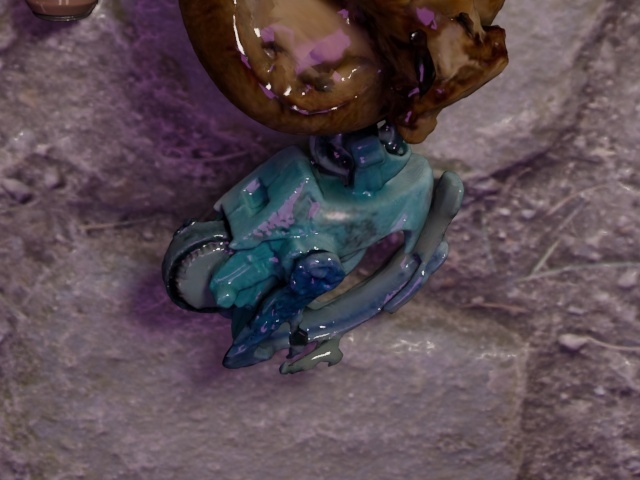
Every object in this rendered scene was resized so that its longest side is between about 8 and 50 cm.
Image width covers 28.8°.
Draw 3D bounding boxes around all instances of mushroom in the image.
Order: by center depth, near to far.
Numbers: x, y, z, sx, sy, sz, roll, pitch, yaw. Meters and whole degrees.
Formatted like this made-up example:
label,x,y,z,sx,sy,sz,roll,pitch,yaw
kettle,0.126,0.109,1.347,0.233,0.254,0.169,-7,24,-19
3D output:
label,x,y,z,sx,sy,sz,roll,pitch,yaw
mushroom,0.025,-0.198,0.922,0.263,0.283,0.195,-26,152,-5

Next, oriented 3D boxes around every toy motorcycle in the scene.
label,x,y,z,sx,sy,sz,roll,pitch,yaw
toy motorcycle,0.000,0.000,1.073,0.260,0.154,0.206,-39,129,14

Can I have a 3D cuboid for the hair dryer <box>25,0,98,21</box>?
label,x,y,z,sx,sy,sz,roll,pitch,yaw
hair dryer,-0.154,-0.240,1.017,0.181,0.064,0.117,1,115,-3
